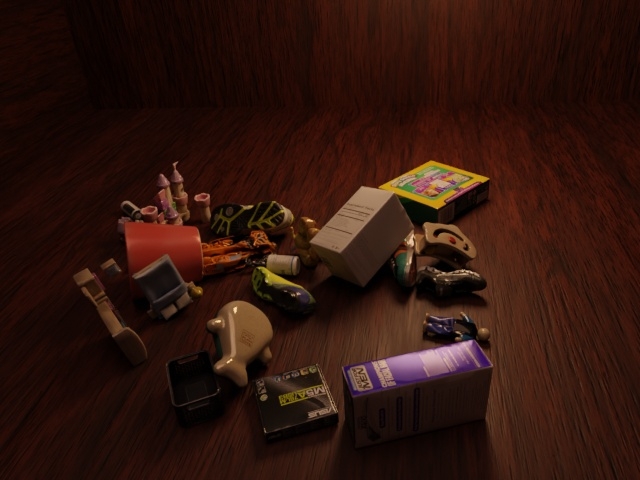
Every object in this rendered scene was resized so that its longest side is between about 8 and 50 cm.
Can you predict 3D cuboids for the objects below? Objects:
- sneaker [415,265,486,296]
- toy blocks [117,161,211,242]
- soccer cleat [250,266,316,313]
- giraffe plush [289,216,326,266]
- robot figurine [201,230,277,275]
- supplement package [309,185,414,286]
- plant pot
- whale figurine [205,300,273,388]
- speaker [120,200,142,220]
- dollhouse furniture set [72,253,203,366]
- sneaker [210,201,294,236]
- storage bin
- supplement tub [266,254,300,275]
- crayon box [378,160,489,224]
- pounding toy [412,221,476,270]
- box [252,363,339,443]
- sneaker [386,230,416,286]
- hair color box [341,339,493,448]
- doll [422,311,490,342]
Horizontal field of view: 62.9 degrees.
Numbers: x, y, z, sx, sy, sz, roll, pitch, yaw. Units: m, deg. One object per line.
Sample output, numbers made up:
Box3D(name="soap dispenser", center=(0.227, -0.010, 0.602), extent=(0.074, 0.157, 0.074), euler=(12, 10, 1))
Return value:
Box3D(name="sneaker", center=(0.416, 0.146, 1.703), extent=(0.235, 0.078, 0.106), euler=(7, 36, 25))
Box3D(name="toy blocks", center=(-0.652, -0.150, 2.146), extent=(0.309, 0.259, 0.288), euler=(7, 34, 18))
Box3D(name="soccer cleat", center=(-0.130, 0.168, 1.752), extent=(0.121, 0.093, 0.289), euler=(9, 12, -42))
Box3D(name="giraffe plush", center=(0.000, 0.000, 1.945), extent=(0.171, 0.181, 0.210), euler=(-10, -4, -28))
Box3D(name="robot figurine", center=(-0.306, 0.041, 1.956), extent=(0.291, 0.085, 0.211), euler=(-14, 34, -15))
Box3D(name="supplement package", center=(0.144, -0.019, 1.792), extent=(0.293, 0.177, 0.175), euler=(-47, 34, -18))
Box3D(name="plant pot", center=(-0.544, 0.057, 1.820), extent=(0.243, 0.274, 0.275), euler=(-7, 31, -19))
Box3D(name="whale figurine", center=(-0.241, 0.299, 1.473), extent=(0.216, 0.141, 0.272), euler=(35, 33, -20))
Box3D(name="speaker", center=(-0.842, -0.132, 2.338), extent=(0.055, 0.055, 0.136), euler=(-27, 38, -31))
Box3D(name="dollhouse furniture set", center=(-0.516, 0.167, 1.589), extent=(0.303, 0.286, 0.198), euler=(-35, 41, -22))
Box3D(name="sneaker", center=(-0.283, -0.073, 2.124), extent=(0.385, 0.145, 0.147), euler=(2, -10, 30))
Box3D(name="storage bin", center=(-0.335, 0.391, 1.395), extent=(0.122, 0.084, 0.180), euler=(-14, 34, -16))
Box3D(name="supplement tub", center=(-0.132, 0.088, 1.871), extent=(0.107, 0.070, 0.071), euler=(3, 32, 14))
Box3D(name="crayon box", center=(0.480, -0.203, 2.226), extent=(0.363, 0.106, 0.313), euler=(-28, 37, -33))
Box3D(name="pounding toy", center=(0.433, 0.046, 1.838), extent=(0.270, 0.154, 0.154), euler=(5, 48, -31))
Box3D(name="box", center=(-0.069, 0.416, 1.356), extent=(0.191, 0.045, 0.184), euler=(-12, 30, -10))
Box3D(name="sneaker", center=(0.272, 0.066, 1.833), extent=(0.121, 0.108, 0.302), euler=(-6, 28, 14))
Box3D(name="hair color box", center=(0.229, 0.368, 1.261), extent=(0.339, 0.185, 0.110), euler=(-10, 32, -10))
Box3D(name="doll", center=(0.404, 0.257, 1.548), extent=(0.189, 0.046, 0.129), euler=(10, 35, 23))
